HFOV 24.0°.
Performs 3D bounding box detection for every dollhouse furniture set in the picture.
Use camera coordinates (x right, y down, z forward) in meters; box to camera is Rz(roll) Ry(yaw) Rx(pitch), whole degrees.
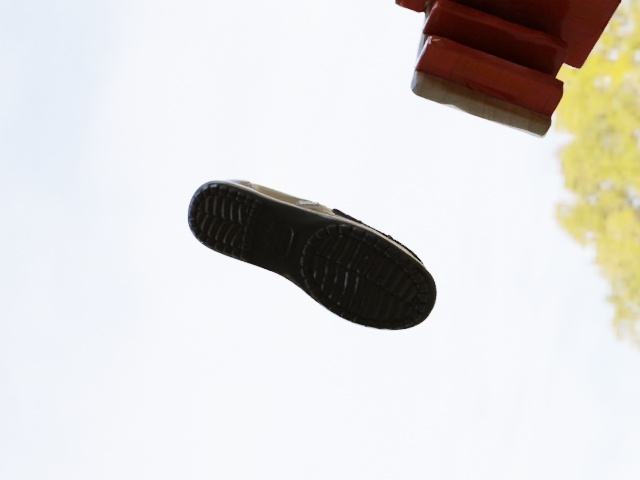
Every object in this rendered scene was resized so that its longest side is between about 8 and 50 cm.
[{"bbox_3d":[0.123,-0.185,0.656,0.259,0.262,0.135,114,172,-46],"label":"dollhouse furniture set"}]

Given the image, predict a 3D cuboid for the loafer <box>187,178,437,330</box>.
[{"bbox_3d":[0.000,0.000,1.261,0.080,0.220,0.078,-65,-5,21],"label":"loafer"}]
